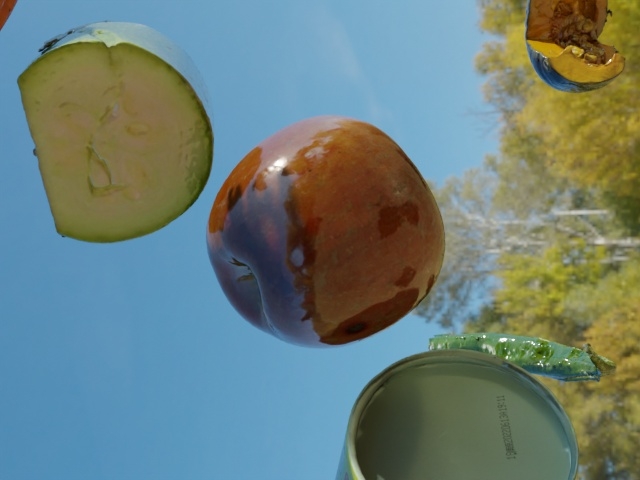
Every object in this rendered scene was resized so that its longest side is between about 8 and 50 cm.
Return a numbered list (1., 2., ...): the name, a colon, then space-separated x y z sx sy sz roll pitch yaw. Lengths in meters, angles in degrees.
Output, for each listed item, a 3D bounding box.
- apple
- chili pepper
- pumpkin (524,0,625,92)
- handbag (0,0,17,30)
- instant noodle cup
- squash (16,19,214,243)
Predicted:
1. apple: 0.000 0.000 0.885 0.253 0.254 0.253 3 -94 -64
2. chili pepper: 0.290 0.169 1.251 0.076 0.359 0.084 -39 -76 -29
3. pumpkin: 0.333 -0.272 1.155 0.107 0.119 0.183 111 157 -71
4. handbag: -0.258 -0.093 0.266 0.303 0.116 0.410 45 -119 -58
5. instant noodle cup: 0.140 0.276 0.931 0.311 0.312 0.221 -63 -21 -43
6. squash: -0.239 -0.162 1.078 0.309 0.210 0.233 -122 21 -65
